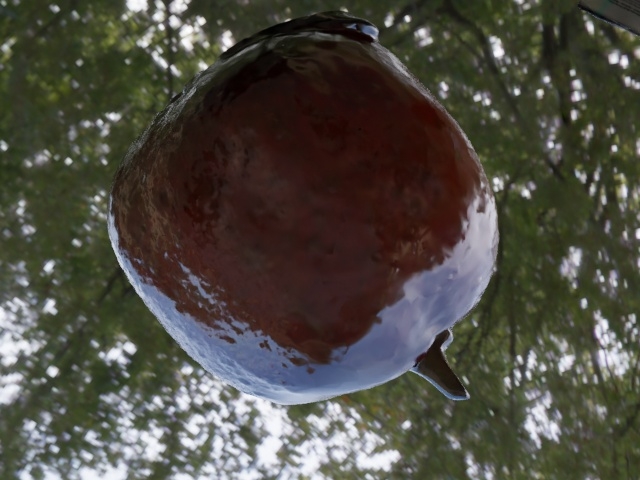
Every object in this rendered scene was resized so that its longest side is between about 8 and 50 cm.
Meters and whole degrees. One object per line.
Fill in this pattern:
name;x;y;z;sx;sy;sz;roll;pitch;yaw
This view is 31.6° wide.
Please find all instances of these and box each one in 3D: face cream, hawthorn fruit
face cream;0.155;-0.132;0.525;0.038;0.020;0.115;29;-126;9
hawthorn fruit;0.000;0.000;0.670;0.215;0.215;0.249;-44;-94;-5
